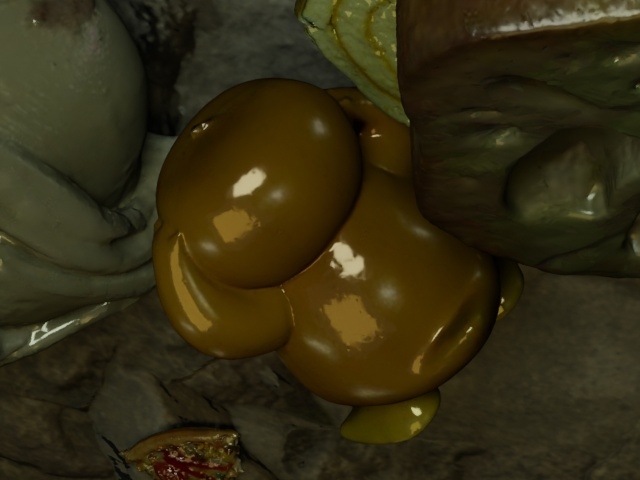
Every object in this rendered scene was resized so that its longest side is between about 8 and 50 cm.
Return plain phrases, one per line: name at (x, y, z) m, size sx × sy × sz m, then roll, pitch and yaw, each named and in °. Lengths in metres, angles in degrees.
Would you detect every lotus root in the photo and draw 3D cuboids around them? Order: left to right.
lotus root at (0.201, -0.084, 0.947) m, size 0.375 × 0.111 × 0.390 m, roll 11°, pitch 157°, yaw -30°

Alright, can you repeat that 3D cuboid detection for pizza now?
pizza at (-0.095, 0.173, 1.506) m, size 0.100 × 0.029 × 0.099 m, roll 31°, pitch 136°, yaw -15°

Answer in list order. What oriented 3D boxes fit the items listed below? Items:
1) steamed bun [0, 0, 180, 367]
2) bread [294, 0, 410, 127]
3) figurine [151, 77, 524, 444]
steamed bun at (-0.260, -0.024, 1.206) m, size 0.324 × 0.219 × 0.309 m, roll -4°, pitch 136°, yaw 24°
bread at (0.060, -0.127, 1.104) m, size 0.117 × 0.064 × 0.156 m, roll -13°, pitch 132°, yaw 35°
figurine at (0.008, 0.005, 1.171) m, size 0.228 × 0.215 × 0.215 m, roll 36°, pitch 137°, yaw -3°
